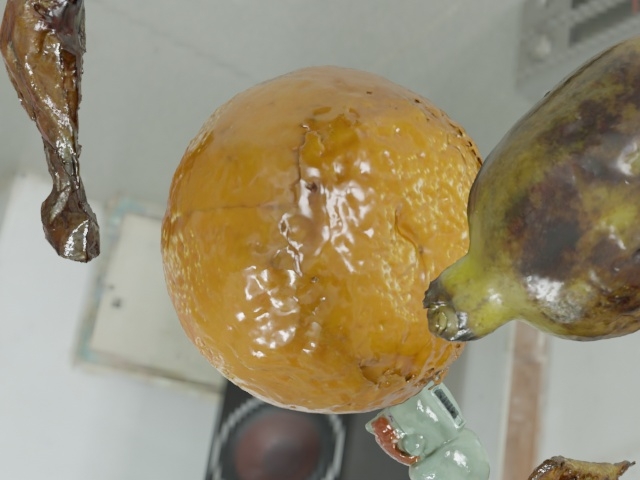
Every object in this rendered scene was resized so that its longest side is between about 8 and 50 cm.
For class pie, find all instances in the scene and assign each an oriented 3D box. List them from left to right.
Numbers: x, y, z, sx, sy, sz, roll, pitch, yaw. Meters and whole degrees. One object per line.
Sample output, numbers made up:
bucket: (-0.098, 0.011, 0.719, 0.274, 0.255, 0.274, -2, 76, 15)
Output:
pie: (0.222, 0.225, 1.625, 0.088, 0.033, 0.191, -26, 161, 27)

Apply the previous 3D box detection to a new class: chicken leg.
chicken leg: (-0.271, -0.125, 1.824, 0.093, 0.304, 0.113, -8, 178, -24)

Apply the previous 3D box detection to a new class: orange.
orange: (0.000, 0.000, 1.729, 0.293, 0.340, 0.340, 1, 153, 47)

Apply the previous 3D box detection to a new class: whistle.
whistle: (0.116, 0.216, 2.060, 0.253, 0.106, 0.102, 54, 175, 2)

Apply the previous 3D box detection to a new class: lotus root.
lotus root: (0.200, -0.032, 1.156, 0.169, 0.314, 0.141, 50, 175, 9)
